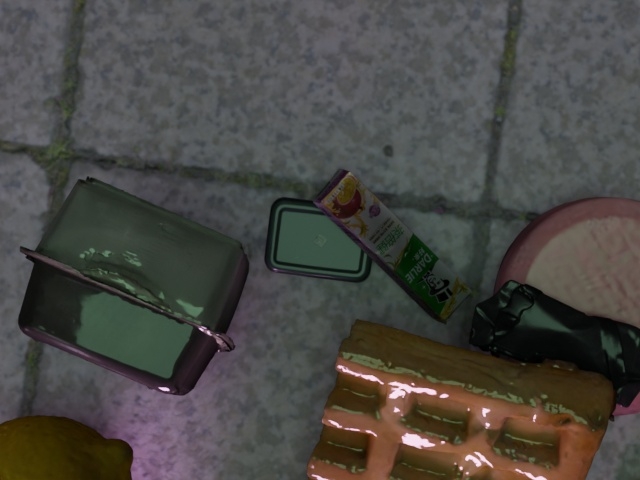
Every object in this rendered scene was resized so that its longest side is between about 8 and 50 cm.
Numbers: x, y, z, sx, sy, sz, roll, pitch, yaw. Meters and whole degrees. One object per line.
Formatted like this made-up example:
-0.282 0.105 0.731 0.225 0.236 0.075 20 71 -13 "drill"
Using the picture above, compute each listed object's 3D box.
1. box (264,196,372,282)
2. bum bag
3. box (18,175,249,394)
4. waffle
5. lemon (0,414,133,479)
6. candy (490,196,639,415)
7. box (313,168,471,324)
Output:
0.000 0.000 1.271 0.126 0.031 0.091 8 92 1 "box"
0.255 0.107 1.160 0.198 0.049 0.087 22 98 0 "bum bag"
-0.188 0.058 1.157 0.221 0.290 0.166 23 81 1 "box"
0.132 0.268 1.194 0.304 0.077 0.348 15 114 6 "waffle"
-0.312 0.304 1.197 0.228 0.228 0.253 41 109 1 "lemon"
0.309 0.074 1.229 0.256 0.094 0.255 0 93 2 "candy"
0.081 0.007 1.241 0.207 0.041 0.050 44 83 -13 "box"
